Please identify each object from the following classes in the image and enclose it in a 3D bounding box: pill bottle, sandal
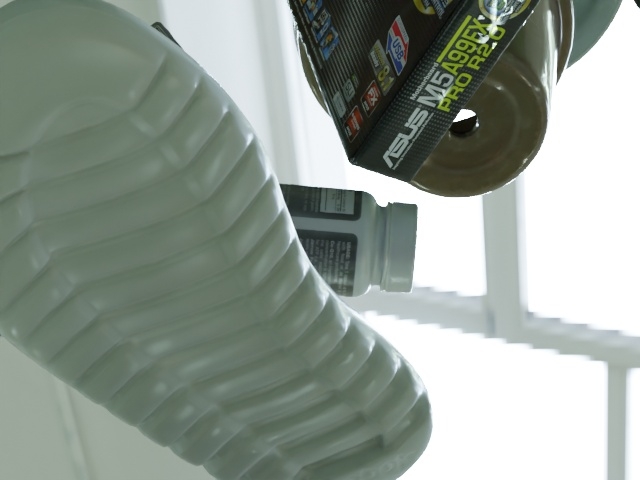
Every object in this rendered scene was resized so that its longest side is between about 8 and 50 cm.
[{"bbox_3d":[0.000,0.000,1.425,0.137,0.078,0.078,5,-138,0],"label":"pill bottle"},{"bbox_3d":[-0.082,0.016,1.083,0.169,0.416,0.102,-32,-138,4],"label":"sandal"}]

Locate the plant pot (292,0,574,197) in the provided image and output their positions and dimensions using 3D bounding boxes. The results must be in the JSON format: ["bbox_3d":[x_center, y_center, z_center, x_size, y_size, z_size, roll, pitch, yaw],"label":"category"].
[{"bbox_3d":[0.110,-0.154,1.769,0.263,0.263,0.229,-7,-147,0],"label":"plant pot"}]

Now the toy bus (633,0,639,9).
[{"bbox_3d":[0.108,-0.135,0.686,0.191,0.104,0.202,19,-122,-7],"label":"toy bus"}]

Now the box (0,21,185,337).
[{"bbox_3d":[-0.231,0.007,1.344,0.322,0.257,0.079,-35,-99,-19],"label":"box"}]

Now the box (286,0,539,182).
[{"bbox_3d":[0.069,-0.213,1.604,0.060,0.216,0.270,16,-145,-29],"label":"box"}]

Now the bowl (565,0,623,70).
[{"bbox_3d":[0.168,-0.308,2.000,0.298,0.298,0.134,2,-158,10],"label":"bowl"}]
